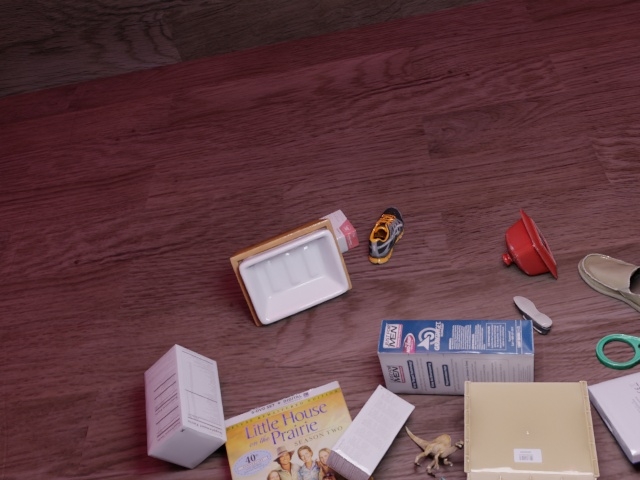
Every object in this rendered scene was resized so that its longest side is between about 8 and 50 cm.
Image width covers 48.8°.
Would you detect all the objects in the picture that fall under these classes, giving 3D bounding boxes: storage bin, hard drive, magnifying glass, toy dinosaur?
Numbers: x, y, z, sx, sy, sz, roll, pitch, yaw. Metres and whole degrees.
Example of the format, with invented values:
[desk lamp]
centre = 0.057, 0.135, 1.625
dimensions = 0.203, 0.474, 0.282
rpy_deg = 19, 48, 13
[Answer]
[storage bin]
centre = 0.440, 0.434, 1.496
dimensions = 0.262, 0.123, 0.260
rpy_deg = -2, 45, 14
[hard drive]
centre = 0.771, 0.350, 1.512
dimensions = 0.318, 0.040, 0.210
rpy_deg = -15, 30, 1
[magnifying glass]
centre = 0.767, 0.250, 1.657
dimensions = 0.231, 0.026, 0.092
rpy_deg = -9, 43, 7
[toy dinosaur]
centre = 0.250, 0.469, 1.568
dimensions = 0.183, 0.053, 0.093
rpy_deg = -9, 41, 53

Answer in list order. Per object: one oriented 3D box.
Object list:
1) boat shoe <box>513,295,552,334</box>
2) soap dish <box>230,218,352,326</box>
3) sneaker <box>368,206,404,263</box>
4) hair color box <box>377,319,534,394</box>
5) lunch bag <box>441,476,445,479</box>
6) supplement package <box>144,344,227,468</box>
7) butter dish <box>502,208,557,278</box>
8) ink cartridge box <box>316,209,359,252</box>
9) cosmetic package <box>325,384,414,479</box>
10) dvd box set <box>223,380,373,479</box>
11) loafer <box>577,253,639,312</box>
[boat shoe]
centre = 0.532, 0.188, 1.783
dimensions = 0.046, 0.038, 0.125
rpy_deg = -16, 40, -29
[soap dish]
centre = -0.082, 0.082, 1.955
dimensions = 0.290, 0.229, 0.118
rpy_deg = -22, 26, -5
[sneaker]
centre = 0.193, -0.031, 2.080
dimensions = 0.084, 0.083, 0.215
rpy_deg = 2, 44, 21
[hair color box]
centre = 0.320, 0.275, 1.657
dimensions = 0.347, 0.174, 0.105
rpy_deg = -2, 44, 15
[lunch bag]
centre = 0.247, 0.578, 1.340
dimensions = 0.223, 0.262, 0.160
rpy_deg = 38, 109, 40
[supplement package]
centre = -0.333, 0.403, 1.718
dimensions = 0.134, 0.139, 0.244
rpy_deg = -42, 38, 21
[butter dish]
centre = 0.543, 0.028, 1.887
dimensions = 0.118, 0.160, 0.160
rpy_deg = -29, 39, 22
[ink cartridge box]
centre = 0.000, 0.000, 2.115
dimensions = 0.198, 0.067, 0.115
rpy_deg = -26, 44, -10
[cosmetic package]
centre = 0.114, 0.432, 1.573
dimensions = 0.099, 0.060, 0.239
rpy_deg = 32, 38, 15
[dvd box set]
centre = -0.039, 0.538, 1.576
dimensions = 0.307, 0.062, 0.420
rpy_deg = -18, 43, -3
[loafer]
centre = 0.769, 0.098, 1.763
dimensions = 0.102, 0.092, 0.268
rpy_deg = -37, 47, -20
